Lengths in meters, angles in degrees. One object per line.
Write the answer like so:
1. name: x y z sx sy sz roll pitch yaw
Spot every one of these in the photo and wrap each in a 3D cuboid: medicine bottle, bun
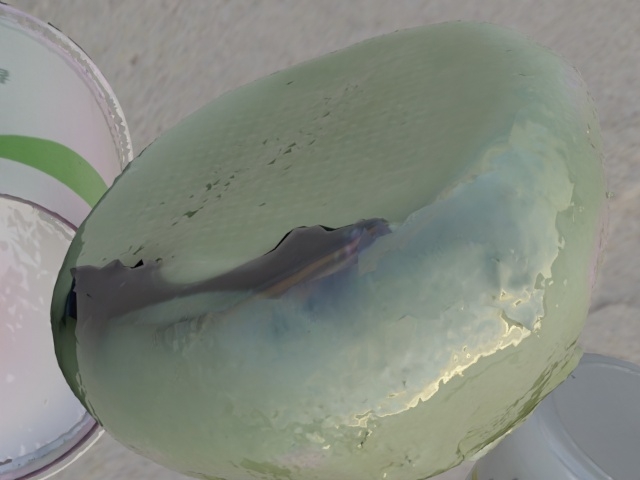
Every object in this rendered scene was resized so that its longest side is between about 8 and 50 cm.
1. medicine bottle: 0.222 0.249 1.544 0.238 0.238 0.232 22 119 -8
2. bun: 0.022 0.030 0.928 0.293 0.293 0.187 -34 118 -15

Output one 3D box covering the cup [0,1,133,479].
1. cup: -0.221 0.004 1.142 0.253 0.274 0.253 -6 114 -13
